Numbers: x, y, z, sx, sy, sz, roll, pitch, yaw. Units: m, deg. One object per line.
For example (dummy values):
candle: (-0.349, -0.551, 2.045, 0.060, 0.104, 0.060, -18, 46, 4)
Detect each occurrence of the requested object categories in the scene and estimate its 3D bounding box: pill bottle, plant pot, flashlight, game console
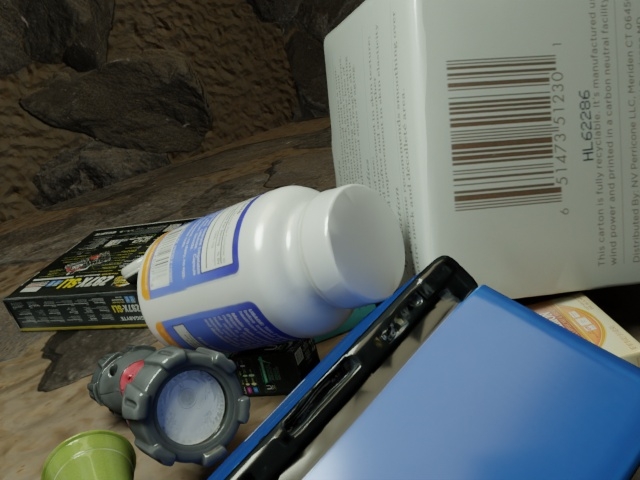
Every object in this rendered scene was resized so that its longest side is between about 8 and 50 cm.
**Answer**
pill bottle: (-0.053, 0.031, 0.751, 0.272, 0.152, 0.152, -16, 10, 41)
plant pot: (-0.190, 0.219, 0.627, 0.083, 0.083, 0.079, -20, 27, -21)
flashlight: (-0.170, 0.151, 0.726, 0.304, 0.103, 0.103, -12, 46, 61)
game console: (0.045, 0.170, 0.519, 0.293, 0.173, 0.250, -42, -5, -25)

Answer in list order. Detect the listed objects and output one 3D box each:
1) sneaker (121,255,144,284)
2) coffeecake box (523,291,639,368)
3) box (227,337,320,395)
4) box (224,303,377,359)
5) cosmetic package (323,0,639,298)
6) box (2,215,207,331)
sneaker: (-0.189, 0.054, 1.133, 0.217, 0.121, 0.079, -24, 1, -36)
coffeecake box: (0.176, 0.120, 0.660, 0.185, 0.068, 0.142, -14, 16, 2)
box: (-0.051, 0.139, 0.829, 0.083, 0.052, 0.062, -9, 15, 24)
box: (-0.056, 0.103, 0.949, 0.244, 0.060, 0.100, -19, 16, -18)
cosmetic package: (0.208, -0.125, 0.871, 0.327, 0.329, 0.394, -6, 7, -11)
box: (-0.350, 0.057, 1.290, 0.322, 0.079, 0.257, -6, 28, 29)
